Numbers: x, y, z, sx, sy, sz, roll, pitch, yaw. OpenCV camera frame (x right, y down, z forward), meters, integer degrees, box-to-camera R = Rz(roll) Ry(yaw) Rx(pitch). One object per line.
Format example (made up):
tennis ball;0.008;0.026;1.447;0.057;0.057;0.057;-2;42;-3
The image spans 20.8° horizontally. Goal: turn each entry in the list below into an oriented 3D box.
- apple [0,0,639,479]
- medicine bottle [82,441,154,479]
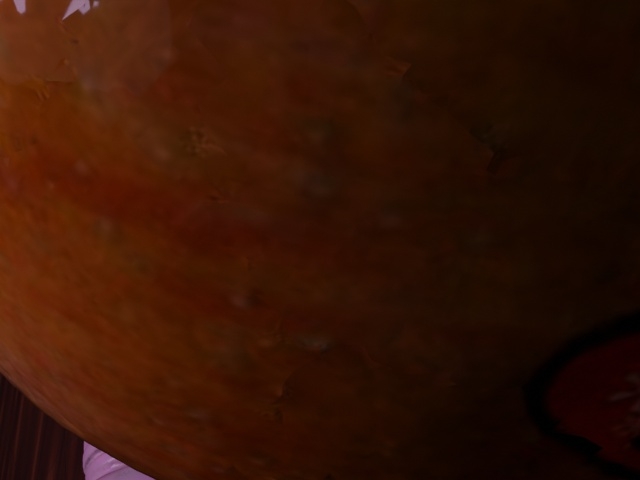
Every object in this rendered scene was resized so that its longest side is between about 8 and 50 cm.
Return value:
apple;0.027;-0.097;0.566;0.400;0.334;0.400;-174;90;-71
medicine bottle;-0.087;0.213;1.116;0.152;0.152;0.254;123;146;-55
